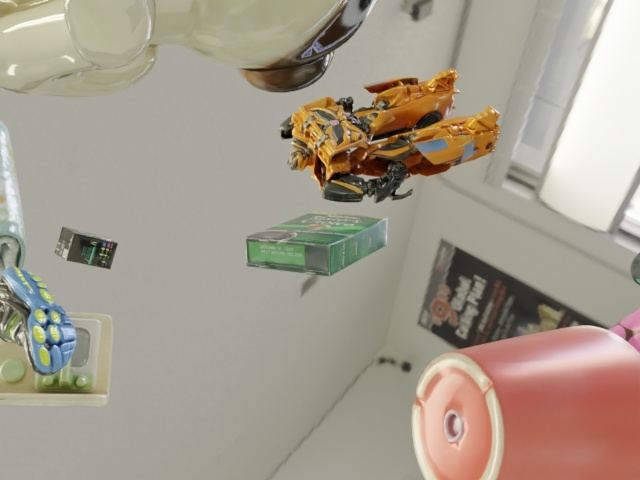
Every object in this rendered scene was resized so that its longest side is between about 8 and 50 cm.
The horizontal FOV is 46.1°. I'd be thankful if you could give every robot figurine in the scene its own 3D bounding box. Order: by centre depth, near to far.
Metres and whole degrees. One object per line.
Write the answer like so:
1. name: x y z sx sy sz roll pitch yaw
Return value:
1. robot figurine: 0.089 -0.151 1.036 0.291 0.211 0.085 -17 -40 -23

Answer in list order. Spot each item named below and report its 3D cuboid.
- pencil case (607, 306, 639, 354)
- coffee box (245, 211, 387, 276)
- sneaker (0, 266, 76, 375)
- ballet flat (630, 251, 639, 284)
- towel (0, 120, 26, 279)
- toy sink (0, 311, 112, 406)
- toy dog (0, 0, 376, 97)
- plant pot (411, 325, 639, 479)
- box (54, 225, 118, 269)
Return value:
1. pencil case: 0.469 0.198 1.197 0.209 0.098 0.095 -35 -10 0
2. coffee box: 0.000 0.000 0.922 0.184 0.113 0.040 -23 -64 -61
3. sneaker: -0.373 0.111 0.968 0.067 0.188 0.078 20 -72 -49
4. ballet flat: 0.425 0.000 0.863 0.203 0.074 0.074 -30 -34 -29
5. towel: -0.713 -0.019 1.605 0.090 0.320 0.374 -1 -38 -34
6. toy sink: -0.385 0.173 1.103 0.234 0.153 0.131 144 128 -73
7. toy dog: -0.151 -0.220 0.508 0.395 0.408 0.284 -130 47 -76
8. plant pot: 0.273 0.247 1.005 0.243 0.275 0.274 5 -60 -25
9. box: -0.408 0.013 1.313 0.083 0.062 0.052 15 -88 -40
